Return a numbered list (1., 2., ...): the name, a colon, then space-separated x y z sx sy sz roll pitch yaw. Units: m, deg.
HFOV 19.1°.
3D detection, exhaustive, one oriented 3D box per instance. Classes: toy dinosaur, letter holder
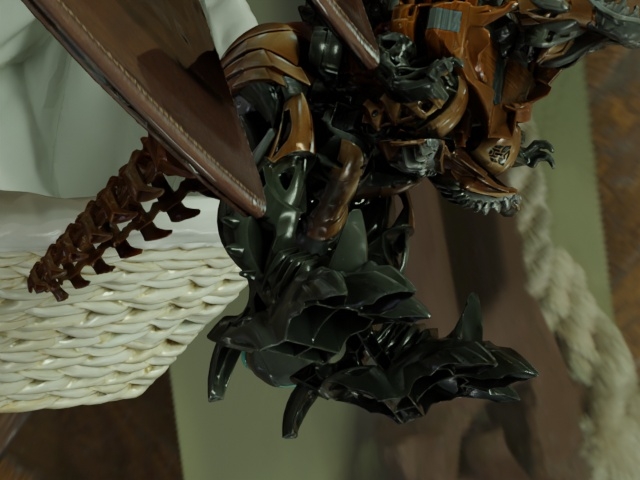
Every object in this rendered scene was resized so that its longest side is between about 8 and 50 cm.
1. toy dinosaur: 0.010 -0.033 0.890 0.322 0.164 0.218 -35 56 41
2. letter holder: -0.039 -0.164 0.695 0.152 0.302 0.214 -23 62 11

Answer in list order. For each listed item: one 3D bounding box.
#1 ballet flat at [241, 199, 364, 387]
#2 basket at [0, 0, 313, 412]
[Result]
1. ballet flat: 0.000 0.000 1.751 0.096 0.095 0.280 10 94 30
2. basket: -0.229 -0.080 1.206 0.331 0.266 0.328 -3 59 -37
